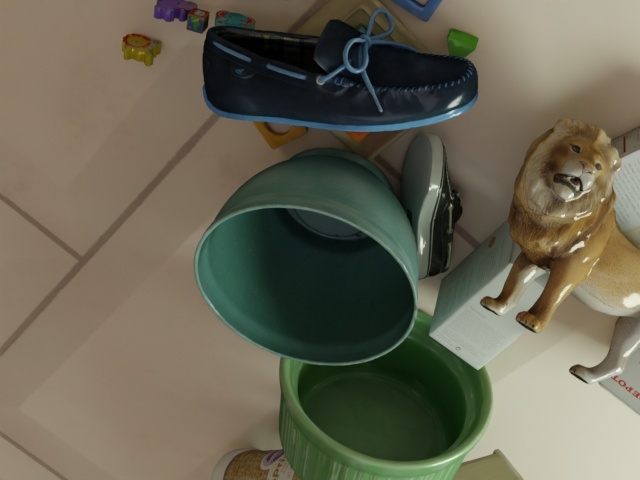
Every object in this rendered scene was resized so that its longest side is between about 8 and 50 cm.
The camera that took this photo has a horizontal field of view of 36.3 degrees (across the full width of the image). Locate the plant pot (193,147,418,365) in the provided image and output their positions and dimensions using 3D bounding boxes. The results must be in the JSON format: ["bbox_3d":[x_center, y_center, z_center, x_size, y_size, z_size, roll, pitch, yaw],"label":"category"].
[{"bbox_3d":[0.000,0.000,1.311,0.293,0.196,0.293,9,135,9],"label":"plant pot"}]

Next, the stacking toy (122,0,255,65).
[{"bbox_3d":[-0.147,-0.286,1.258,0.221,0.052,0.167,18,129,4],"label":"stacking toy"}]

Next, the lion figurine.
[{"bbox_3d":[0.359,0.046,1.200,0.392,0.142,0.240,38,84,-24],"label":"lion figurine"}]

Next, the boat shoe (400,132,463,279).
[{"bbox_3d":[0.153,-0.048,1.329,0.070,0.078,0.219,-9,124,-19],"label":"boat shoe"}]

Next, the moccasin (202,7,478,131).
[{"bbox_3d":[0.013,-0.202,1.158,0.342,0.137,0.116,1,123,12],"label":"moccasin"}]

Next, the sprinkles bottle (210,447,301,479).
[{"bbox_3d":[-0.044,0.394,1.576,0.121,0.121,0.355,47,147,-17],"label":"sprinkles bottle"}]

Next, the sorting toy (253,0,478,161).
[{"bbox_3d":[0.047,-0.206,1.259,0.196,0.047,0.348,44,124,-15],"label":"sorting toy"}]

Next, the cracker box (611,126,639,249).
[{"bbox_3d":[0.397,-0.050,1.252,0.232,0.067,0.155,-26,113,30],"label":"cracker box"}]

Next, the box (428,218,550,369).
[{"bbox_3d":[0.243,0.069,1.341,0.091,0.130,0.170,37,126,-9],"label":"box"}]

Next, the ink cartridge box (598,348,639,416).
[{"bbox_3d":[0.503,0.149,1.318,0.160,0.092,0.219,40,129,14],"label":"ink cartridge box"}]

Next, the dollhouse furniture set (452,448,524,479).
[{"bbox_3d":[0.180,0.476,1.569,0.198,0.286,0.303,-7,127,-27],"label":"dollhouse furniture set"}]

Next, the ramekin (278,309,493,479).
[{"bbox_3d":[0.082,0.243,1.405,0.303,0.303,0.148,16,131,5],"label":"ramekin"}]
